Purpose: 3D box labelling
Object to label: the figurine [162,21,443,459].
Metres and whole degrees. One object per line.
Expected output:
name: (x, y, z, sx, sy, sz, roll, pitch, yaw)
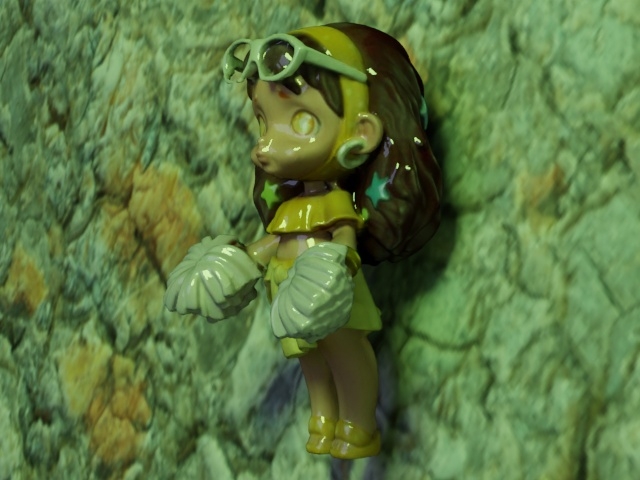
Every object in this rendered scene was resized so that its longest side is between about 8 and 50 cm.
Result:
figurine: (0.001, -0.002, 1.057, 0.175, 0.116, 0.240, 0, 82, 59)
